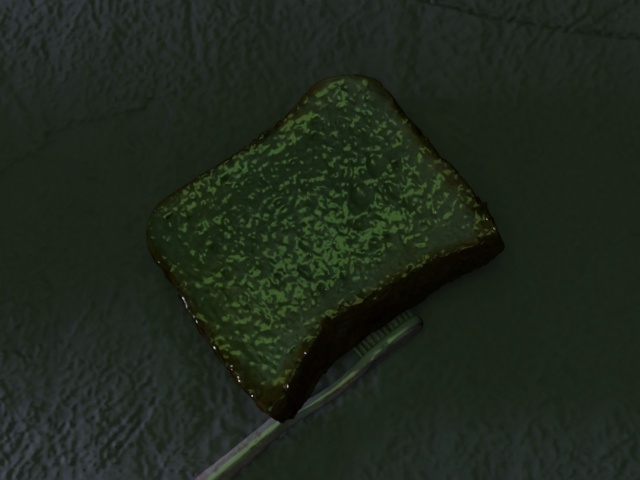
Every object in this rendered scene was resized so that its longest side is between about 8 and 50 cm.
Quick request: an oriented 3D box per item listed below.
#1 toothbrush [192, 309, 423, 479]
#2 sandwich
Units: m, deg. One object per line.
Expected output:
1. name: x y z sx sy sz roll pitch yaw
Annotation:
1. toothbrush: -0.052 0.146 0.937 0.307 0.025 0.029 -39 71 -2
2. sandwich: 0.000 0.000 0.924 0.214 0.065 0.186 -35 71 -1
